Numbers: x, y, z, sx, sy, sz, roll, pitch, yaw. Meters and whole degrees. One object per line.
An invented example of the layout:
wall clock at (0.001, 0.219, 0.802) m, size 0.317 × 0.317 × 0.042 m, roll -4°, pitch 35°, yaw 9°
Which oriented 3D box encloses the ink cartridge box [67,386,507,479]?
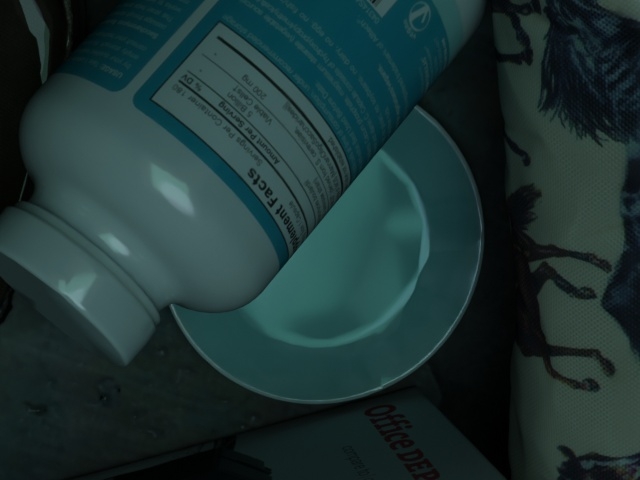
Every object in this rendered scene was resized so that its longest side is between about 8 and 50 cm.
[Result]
ink cartridge box at (-0.053, 0.197, 0.798) m, size 0.307 × 0.223 × 0.129 m, roll -14°, pitch 101°, yaw -8°

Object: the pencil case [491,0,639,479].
pencil case at (0.172, 0.011, 0.788) m, size 0.160 × 0.183 × 0.410 m, roll 1°, pitch 108°, yaw 16°

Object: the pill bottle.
pill bottle at (-0.046, -0.067, 0.757) m, size 0.146 × 0.146 × 0.264 m, roll 44°, pitch 73°, yaw -15°

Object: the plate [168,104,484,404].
plate at (0.000, 0.000, 0.874) m, size 0.188 × 0.024 × 0.188 m, roll -2°, pitch 101°, yaw -11°

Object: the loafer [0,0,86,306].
loafer at (-0.202, -0.006, 0.779) m, size 0.134 × 0.130 × 0.366 m, roll 13°, pitch 98°, yaw -13°
